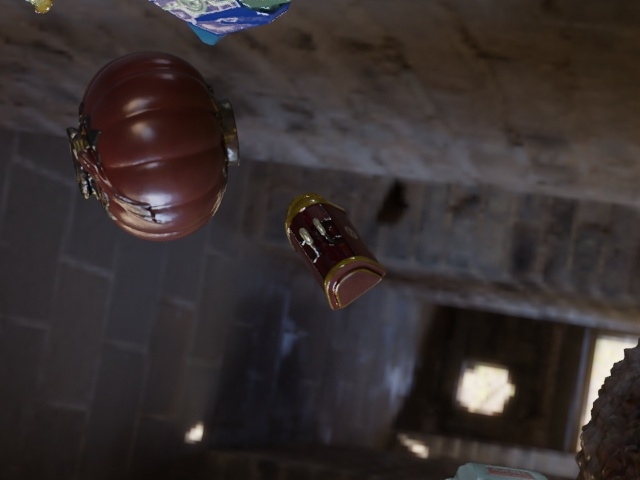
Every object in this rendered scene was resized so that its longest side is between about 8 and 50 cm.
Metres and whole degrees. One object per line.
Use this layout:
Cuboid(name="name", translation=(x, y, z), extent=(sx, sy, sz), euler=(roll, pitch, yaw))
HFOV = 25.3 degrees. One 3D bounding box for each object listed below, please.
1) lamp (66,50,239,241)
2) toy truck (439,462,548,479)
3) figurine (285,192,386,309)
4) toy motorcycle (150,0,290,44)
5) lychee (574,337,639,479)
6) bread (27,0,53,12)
Cuboid(name="lamp", translation=(-0.260, -0.148, 2.234), extent=(0.303, 0.257, 0.303), euler=(167, -90, -79))
Cuboid(name="toy truck", translation=(0.211, 0.374, 1.542), extent=(0.305, 0.136, 0.162), euler=(-105, -150, -53))
Cuboid(name="figurine", translation=(0.000, -0.001, 1.761), extent=(0.154, 0.082, 0.098), euler=(56, 8, 34))
Cuboid(name="toy motorcycle", translation=(-0.147, -0.323, 1.550), extent=(0.191, 0.326, 0.200), euler=(-55, 173, -37))
Cuboid(name="lychee", translation=(0.354, 0.187, 1.144), extent=(0.300, 0.300, 0.300), euler=(8, 90, -75))
Cuboid(name="bread", translation=(-0.313, -0.328, 1.670), extent=(0.084, 0.080, 0.109), euler=(36, 75, -38))
